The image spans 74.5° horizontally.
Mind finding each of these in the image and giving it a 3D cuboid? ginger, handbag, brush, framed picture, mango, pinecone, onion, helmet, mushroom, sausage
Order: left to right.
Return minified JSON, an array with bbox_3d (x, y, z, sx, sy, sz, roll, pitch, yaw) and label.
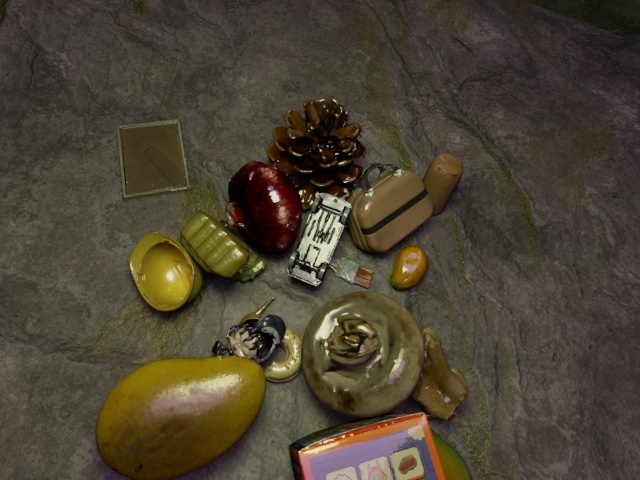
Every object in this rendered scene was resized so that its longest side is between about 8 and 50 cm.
[{"bbox_3d":[-0.605,-0.302,1.526,0.231,0.024,0.315,-10,67,-12],"label":"framed picture"},{"bbox_3d":[-0.451,0.100,1.308,0.257,0.140,0.205,44,99,21],"label":"helmet"},{"bbox_3d":[-0.353,0.440,1.104,0.444,0.220,0.302,-26,88,-9],"label":"mango"},{"bbox_3d":[-0.185,-0.099,1.334,0.232,0.314,0.314,-23,71,-33],"label":"onion"},{"bbox_3d":[-0.009,-0.311,1.432,0.384,0.384,0.385,3,66,-7],"label":"pinecone"},{"bbox_3d":[0.021,0.070,1.454,0.336,0.020,0.086,22,65,2],"label":"brush"},{"bbox_3d":[0.109,0.302,1.192,0.362,0.295,0.363,-11,55,16],"label":"mushroom"},{"bbox_3d":[0.221,-0.132,1.447,0.301,0.149,0.283,-33,109,-20],"label":"handbag"},{"bbox_3d":[0.309,0.095,1.448,0.115,0.089,0.165,18,68,1],"label":"mango"},{"bbox_3d":[0.350,0.407,1.299,0.221,0.130,0.276,4,64,-18],"label":"ginger"},{"bbox_3d":[0.329,0.632,1.185,0.156,0.114,0.251,-31,83,-38],"label":"mango"},{"bbox_3d":[0.425,-0.201,1.509,0.123,0.253,0.123,2,62,-4],"label":"sausage"}]

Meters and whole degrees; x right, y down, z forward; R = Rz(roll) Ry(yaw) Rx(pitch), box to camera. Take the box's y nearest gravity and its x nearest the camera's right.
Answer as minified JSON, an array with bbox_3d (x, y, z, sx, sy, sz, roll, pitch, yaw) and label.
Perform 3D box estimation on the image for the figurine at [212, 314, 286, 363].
[{"bbox_3d":[-0.197,0.304,1.234,0.222,0.145,0.145,-42,75,12],"label":"figurine"}]

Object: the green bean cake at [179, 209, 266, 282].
[{"bbox_3d":[-0.299,0.033,1.303,0.233,0.236,0.124,42,88,13],"label":"green bean cake"}]

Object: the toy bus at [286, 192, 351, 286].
[{"bbox_3d":[0.000,0.000,1.385,0.125,0.133,0.292,21,82,8],"label":"toy bus"}]

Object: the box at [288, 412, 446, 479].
[{"bbox_3d":[0.101,0.595,1.053,0.318,0.349,0.257,-12,68,-12],"label":"box"}]

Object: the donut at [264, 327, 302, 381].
[{"bbox_3d":[-0.098,0.354,1.285,0.108,0.065,0.166,20,65,0],"label":"donut"}]

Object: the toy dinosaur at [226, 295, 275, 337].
[{"bbox_3d":[-0.220,0.242,1.333,0.126,0.039,0.162,10,64,-2],"label":"toy dinosaur"}]

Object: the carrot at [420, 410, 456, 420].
[{"bbox_3d":[0.349,0.537,1.291,0.142,0.035,0.035,-3,67,-4],"label":"carrot"}]
